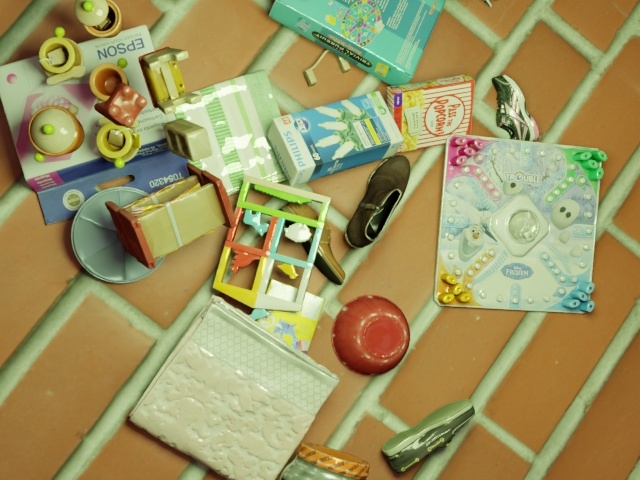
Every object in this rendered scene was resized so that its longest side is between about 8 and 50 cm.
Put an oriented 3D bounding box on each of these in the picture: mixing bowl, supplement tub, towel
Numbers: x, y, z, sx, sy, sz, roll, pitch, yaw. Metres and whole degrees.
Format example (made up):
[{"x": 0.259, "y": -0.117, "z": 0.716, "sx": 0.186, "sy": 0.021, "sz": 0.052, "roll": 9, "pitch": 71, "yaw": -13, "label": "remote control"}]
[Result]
[{"x": 0.122, "y": 0.207, "z": 1.762, "sx": 0.181, "sy": 0.098, "sz": 0.181, "roll": 1, "pitch": 85, "yaw": -13, "label": "mixing bowl"}, {"x": -0.015, "y": 0.587, "z": 1.655, "sx": 0.193, "sy": 0.193, "sz": 0.316, "roll": 18, "pitch": 82, "yaw": -11, "label": "supplement tub"}, {"x": -0.229, "y": -0.208, "z": 1.744, "sx": 0.325, "sy": 0.038, "sz": 0.248, "roll": -20, "pitch": 90, "yaw": -13, "label": "towel"}, {"x": -0.173, "y": 0.327, "z": 1.675, "sx": 0.332, "sy": 0.053, "sz": 0.317, "roll": 33, "pitch": 95, "yaw": -7, "label": "towel"}]

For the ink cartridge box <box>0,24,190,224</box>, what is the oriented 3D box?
[{"x": -0.458, "y": -0.235, "z": 1.654, "sx": 0.324, "sy": 0.071, "sz": 0.330, "roll": -18, "pitch": 88, "yaw": -5, "label": "ink cartridge box"}]

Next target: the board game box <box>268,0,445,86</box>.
[{"x": 0.091, "y": -0.528, "z": 1.801, "sx": 0.336, "sy": 0.079, "sz": 0.254, "roll": 28, "pitch": 71, "yaw": -9, "label": "board game box"}]

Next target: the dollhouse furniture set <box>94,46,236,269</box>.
[{"x": -0.318, "y": -0.159, "z": 1.543, "sx": 0.201, "sy": 0.152, "sz": 0.374, "roll": -27, "pitch": 119, "yaw": -24, "label": "dollhouse furniture set"}]

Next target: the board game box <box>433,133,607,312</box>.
[{"x": 0.463, "y": -0.033, "z": 1.857, "sx": 0.390, "sy": 0.050, "sz": 0.390, "roll": 4, "pitch": 92, "yaw": -13, "label": "board game box"}]

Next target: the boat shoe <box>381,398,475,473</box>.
[{"x": 0.246, "y": 0.428, "z": 1.786, "sx": 0.228, "sy": 0.081, "sz": 0.068, "roll": -29, "pitch": 95, "yaw": -6, "label": "boat shoe"}]

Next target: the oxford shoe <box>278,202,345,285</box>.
[{"x": 0.000, "y": 0.000, "z": 1.764, "sx": 0.076, "sy": 0.076, "sz": 0.212, "roll": -35, "pitch": 94, "yaw": -22, "label": "oxford shoe"}]

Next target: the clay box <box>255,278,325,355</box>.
[{"x": -0.086, "y": 0.207, "z": 1.737, "sx": 0.127, "sy": 0.053, "sz": 0.222, "roll": 21, "pitch": 83, "yaw": -8, "label": "clay box"}]

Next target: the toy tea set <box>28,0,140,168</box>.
[{"x": -0.457, "y": -0.303, "z": 1.549, "sx": 0.200, "sy": 0.124, "sz": 0.336, "roll": -3, "pitch": 93, "yaw": 0, "label": "toy tea set"}]

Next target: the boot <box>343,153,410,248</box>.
[{"x": 0.144, "y": -0.090, "z": 1.732, "sx": 0.090, "sy": 0.207, "sz": 0.248, "roll": 35, "pitch": 79, "yaw": -8, "label": "boot"}]

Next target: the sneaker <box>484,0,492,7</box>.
[{"x": 0.352, "y": -0.577, "z": 1.814, "sx": 0.153, "sy": 0.099, "sz": 0.282, "roll": 38, "pitch": 38, "yaw": -13, "label": "sneaker"}]

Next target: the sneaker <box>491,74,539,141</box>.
[{"x": 0.438, "y": -0.299, "z": 1.887, "sx": 0.077, "sy": 0.072, "sz": 0.178, "roll": -27, "pitch": 87, "yaw": -3, "label": "sneaker"}]

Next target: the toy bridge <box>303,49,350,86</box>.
[{"x": 0.047, "y": -0.409, "z": 1.826, "sx": 0.188, "sy": 0.026, "sz": 0.063, "roll": -25, "pitch": 91, "yaw": -14, "label": "toy bridge"}]

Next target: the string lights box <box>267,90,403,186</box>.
[{"x": 0.032, "y": -0.220, "z": 1.749, "sx": 0.260, "sy": 0.077, "sz": 0.133, "roll": -19, "pitch": 73, "yaw": -22, "label": "string lights box"}]

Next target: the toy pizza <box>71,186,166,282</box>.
[{"x": -0.409, "y": -0.012, "z": 1.674, "sx": 0.201, "sy": 0.032, "sz": 0.201, "roll": -4, "pitch": 101, "yaw": -18, "label": "toy pizza"}]

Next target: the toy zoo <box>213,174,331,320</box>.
[{"x": -0.106, "y": 0.027, "z": 1.704, "sx": 0.192, "sy": 0.030, "sz": 0.293, "roll": 16, "pitch": 85, "yaw": 3, "label": "toy zoo"}]

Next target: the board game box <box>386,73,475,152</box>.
[{"x": 0.244, "y": -0.283, "z": 1.814, "sx": 0.193, "sy": 0.045, "sz": 0.147, "roll": -12, "pitch": 125, "yaw": -13, "label": "board game box"}]
